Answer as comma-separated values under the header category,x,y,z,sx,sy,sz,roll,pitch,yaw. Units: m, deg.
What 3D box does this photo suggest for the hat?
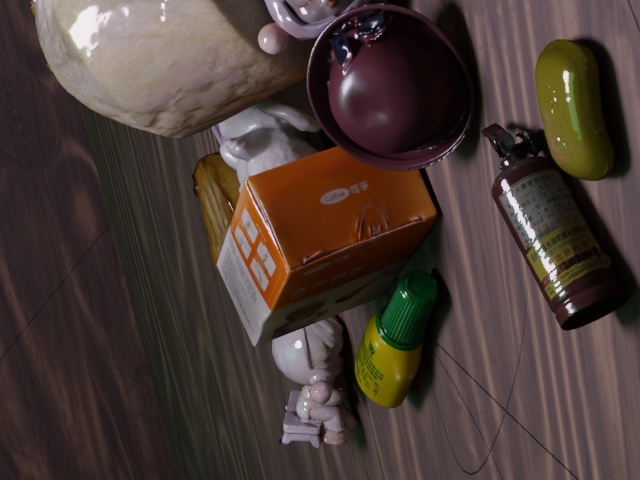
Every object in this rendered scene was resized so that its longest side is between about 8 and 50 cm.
category,x,y,z,sx,sy,sz,roll,pitch,yaw
hat,0.075,-0.163,1.503,0.089,0.205,0.205,-62,-29,-54

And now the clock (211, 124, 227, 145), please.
category,x,y,z,sx,sy,sz,roll,pitch,yaw
clock,-0.176,-0.276,2.328,0.150,0.063,0.197,95,152,-51

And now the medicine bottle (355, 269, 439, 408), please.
category,x,y,z,sx,sy,sz,roll,pitch,yaw
medicine bottle,0.107,0.135,1.864,0.111,0.076,0.309,61,160,23

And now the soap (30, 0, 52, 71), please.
category,x,y,z,sx,sy,sz,roll,pitch,yaw
soap,-0.373,-0.455,2.371,0.143,0.281,0.259,25,140,23

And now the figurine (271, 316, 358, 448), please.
category,x,y,z,sx,sy,sz,roll,pitch,yaw
figurine,-0.018,0.210,2.234,0.144,0.182,0.257,8,115,23

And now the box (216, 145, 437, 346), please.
category,x,y,z,sx,sy,sz,roll,pitch,yaw
box,0.000,0.000,1.813,0.143,0.225,0.341,64,161,15

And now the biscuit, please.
category,x,y,z,sx,sy,sz,roll,pitch,yaw
biscuit,-0.142,-0.023,2.412,0.296,0.102,0.296,162,90,-76

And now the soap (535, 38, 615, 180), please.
category,x,y,z,sx,sy,sz,roll,pitch,yaw
soap,0.241,-0.123,1.272,0.089,0.045,0.140,-153,48,-70

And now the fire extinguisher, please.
category,x,y,z,sx,sy,sz,roll,pitch,yaw
fire extinguisher,0.219,-0.026,1.378,0.106,0.075,0.252,108,140,-62

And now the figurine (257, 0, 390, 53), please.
category,x,y,z,sx,sy,sz,roll,pitch,yaw
figurine,0.021,-0.276,1.597,0.276,0.200,0.133,56,-172,-14

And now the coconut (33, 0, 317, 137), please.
category,x,y,z,sx,sy,sz,roll,pitch,yaw
coconut,-0.166,-0.341,1.769,0.344,0.415,0.415,49,173,-27

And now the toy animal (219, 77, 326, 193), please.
category,x,y,z,sx,sy,sz,roll,pitch,yaw
toy animal,-0.061,-0.153,1.943,0.249,0.174,0.289,-171,62,-83
